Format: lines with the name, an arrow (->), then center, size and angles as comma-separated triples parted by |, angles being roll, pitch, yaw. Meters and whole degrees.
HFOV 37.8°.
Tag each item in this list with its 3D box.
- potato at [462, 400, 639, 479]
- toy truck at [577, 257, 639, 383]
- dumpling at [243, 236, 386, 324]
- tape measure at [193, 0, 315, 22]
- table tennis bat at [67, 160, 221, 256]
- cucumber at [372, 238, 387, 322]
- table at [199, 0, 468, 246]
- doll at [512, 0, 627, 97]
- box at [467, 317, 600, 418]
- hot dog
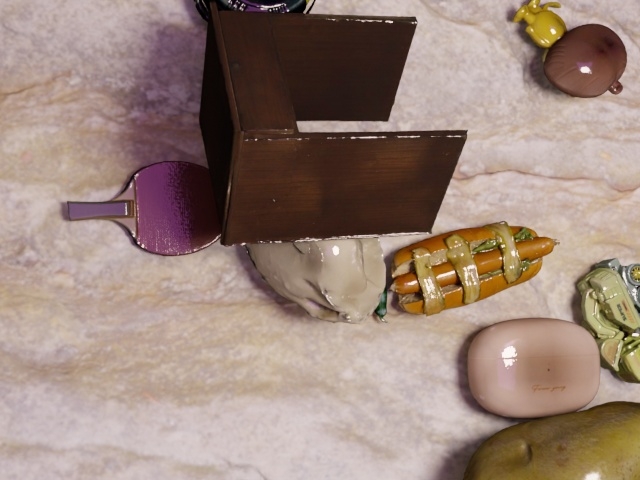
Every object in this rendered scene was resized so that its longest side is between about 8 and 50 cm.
potato -> 0.342, 0.329, 1.279 | 0.351, 0.218, 0.202 | -26, 66, -4
toy truck -> 0.451, 0.127, 1.399 | 0.116, 0.085, 0.191 | -28, 92, -13
dumpling -> 0.000, 0.000, 1.278 | 0.247, 0.142, 0.172 | 47, 56, 9
tape measure -> -0.084, -0.376, 1.286 | 0.199, 0.112, 0.186 | -22, 94, -13
table tennis bat -> -0.230, -0.042, 1.272 | 0.221, 0.019, 0.130 | -2, 87, -16
cucumber -> 0.074, 0.043, 1.334 | 0.037, 0.037, 0.155 | -8, 88, -15
table -> 0.003, -0.150, 1.194 | 0.282, 0.196, 0.250 | -2, 47, -14
doll -> 0.383, -0.292, 1.414 | 0.145, 0.096, 0.188 | -15, 64, -29
box -> 0.310, 0.185, 1.358 | 0.200, 0.088, 0.145 | 0, 88, -15
hot dog -> 0.220, 0.035, 1.355 | 0.270, 0.072, 0.109 | -15, 92, -14
